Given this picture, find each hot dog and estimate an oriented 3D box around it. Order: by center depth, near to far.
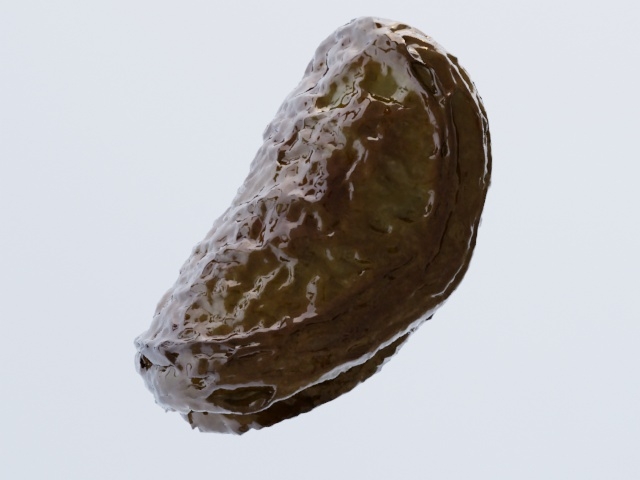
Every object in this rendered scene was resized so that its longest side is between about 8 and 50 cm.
[{"bbox_3d":[-0.001,-0.001,0.487,0.065,0.099,0.147,36,-105,-27],"label":"hot dog"}]
